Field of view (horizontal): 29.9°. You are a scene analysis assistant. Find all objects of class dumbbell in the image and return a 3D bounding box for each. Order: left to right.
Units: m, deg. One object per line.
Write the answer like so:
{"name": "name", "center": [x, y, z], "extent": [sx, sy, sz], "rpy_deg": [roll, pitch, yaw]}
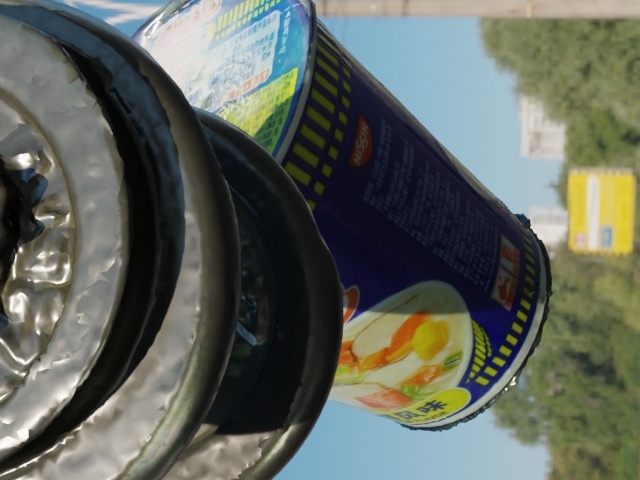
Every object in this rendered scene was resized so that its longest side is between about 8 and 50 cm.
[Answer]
{"name": "dumbbell", "center": [-0.100, 0.022, 0.455], "extent": [0.290, 0.192, 0.192], "rpy_deg": [35, -121, -75]}

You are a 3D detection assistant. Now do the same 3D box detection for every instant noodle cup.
{"name": "instant noodle cup", "center": [0.000, 0.000, 0.870], "extent": [0.312, 0.284, 0.284], "rpy_deg": [31, -123, -36]}
